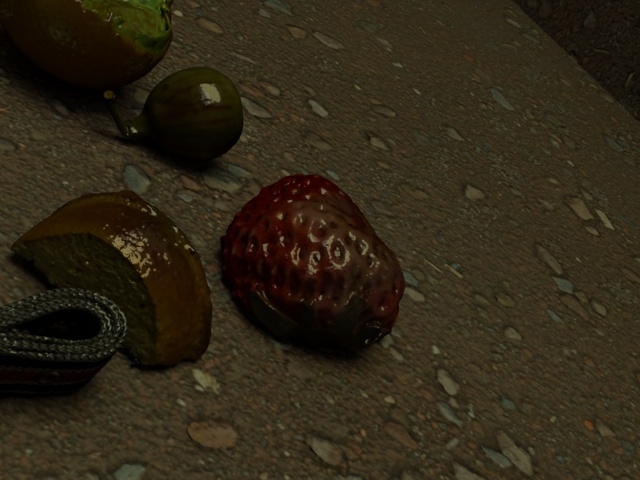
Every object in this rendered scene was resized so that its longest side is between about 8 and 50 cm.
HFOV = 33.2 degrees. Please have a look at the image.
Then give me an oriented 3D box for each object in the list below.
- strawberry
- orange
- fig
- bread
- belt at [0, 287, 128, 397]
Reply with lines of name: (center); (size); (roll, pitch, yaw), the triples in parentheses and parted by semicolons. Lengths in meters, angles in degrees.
strawberry: (0.000, 0.000, 1.476); (0.265, 0.149, 0.336); (17, 31, -22)
orange: (-0.363, -0.351, 1.617); (0.262, 0.196, 0.334); (30, 30, -34)
fig: (-0.204, -0.178, 1.585); (0.186, 0.148, 0.142); (-32, 78, -16)
bread: (-0.222, 0.024, 1.240); (0.260, 0.134, 0.129); (38, 31, 10)
belt: (-0.350, 0.112, 1.027); (0.359, 0.094, 0.126); (-2, 48, -43)
